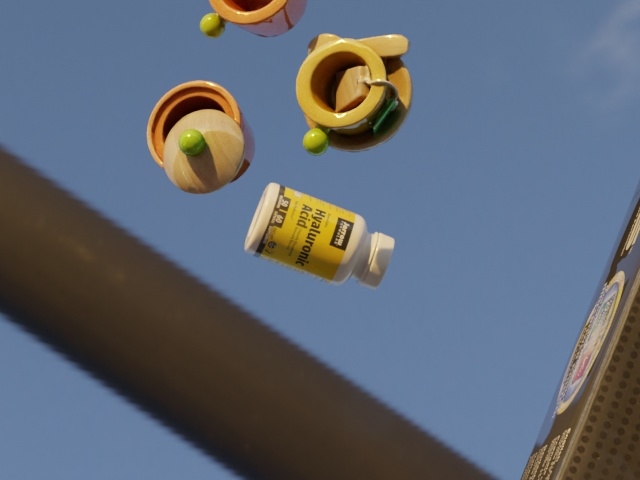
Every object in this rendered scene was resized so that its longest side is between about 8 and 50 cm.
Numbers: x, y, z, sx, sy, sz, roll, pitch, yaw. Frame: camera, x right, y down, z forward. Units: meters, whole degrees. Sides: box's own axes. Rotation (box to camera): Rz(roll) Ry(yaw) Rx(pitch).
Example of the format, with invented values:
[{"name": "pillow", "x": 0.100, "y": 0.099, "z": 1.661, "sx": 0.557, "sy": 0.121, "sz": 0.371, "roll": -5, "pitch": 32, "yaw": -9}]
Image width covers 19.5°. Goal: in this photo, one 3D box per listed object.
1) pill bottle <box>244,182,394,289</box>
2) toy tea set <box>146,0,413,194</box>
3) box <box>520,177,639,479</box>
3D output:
[{"name": "pill bottle", "x": 0.000, "y": 0.000, "z": 1.562, "sx": 0.116, "sy": 0.065, "sz": 0.065, "roll": 20, "pitch": -62, "yaw": -7}, {"name": "toy tea set", "x": -0.012, "y": -0.183, "z": 1.363, "sx": 0.200, "sy": 0.124, "sz": 0.336, "roll": 17, "pitch": -98, "yaw": 22}, {"name": "box", "x": 0.150, "y": 0.111, "z": 0.481, "sx": 0.216, "sy": 0.060, "sz": 0.270, "roll": 25, "pitch": -107, "yaw": -1}]
